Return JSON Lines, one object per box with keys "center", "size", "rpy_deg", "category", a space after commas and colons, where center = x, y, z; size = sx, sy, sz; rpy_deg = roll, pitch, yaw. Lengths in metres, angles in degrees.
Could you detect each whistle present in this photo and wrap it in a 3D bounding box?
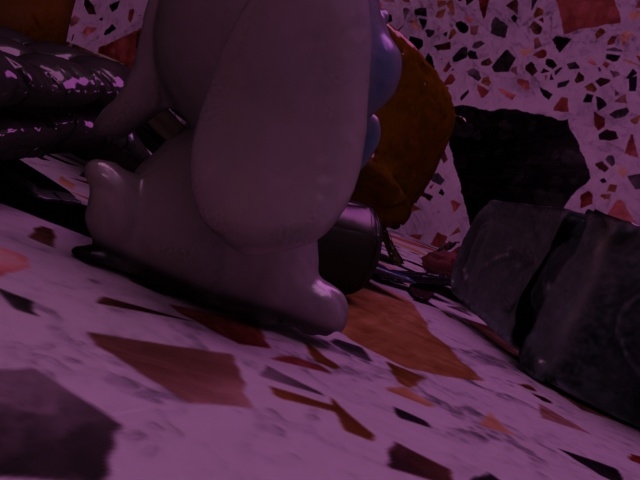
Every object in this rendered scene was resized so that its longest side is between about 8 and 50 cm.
{"center": [0.268, 0.058, 0.780], "size": [0.188, 0.168, 0.405], "rpy_deg": [17, 7, -45], "category": "whistle"}

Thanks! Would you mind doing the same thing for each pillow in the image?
{"center": [-0.291, -0.118, 0.573], "size": [0.228, 0.101, 0.326], "rpy_deg": [20, 13, 13], "category": "pillow"}

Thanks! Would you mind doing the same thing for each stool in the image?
{"center": [0.000, 0.000, 0.741], "size": [0.110, 0.096, 0.096], "rpy_deg": [15, 7, -25], "category": "stool"}

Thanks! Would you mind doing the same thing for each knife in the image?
{"center": [0.146, 0.065, 1.069], "size": [0.035, 0.018, 0.247], "rpy_deg": [21, 6, 11], "category": "knife"}

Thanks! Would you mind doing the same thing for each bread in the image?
{"center": [-0.031, -0.168, 0.921], "size": [0.398, 0.215, 0.398], "rpy_deg": [37, -4, 3], "category": "bread"}

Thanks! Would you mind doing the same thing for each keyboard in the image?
{"center": [0.128, 0.052, 1.045], "size": [0.155, 0.010, 0.053], "rpy_deg": [6, 10, -32], "category": "keyboard"}

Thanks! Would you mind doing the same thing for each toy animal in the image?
{"center": [-0.064, -0.085, 0.526], "size": [0.249, 0.289, 0.174], "rpy_deg": [-3, -11, 44], "category": "toy animal"}

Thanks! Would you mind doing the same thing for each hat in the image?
{"center": [0.272, 0.057, 1.175], "size": [0.237, 0.107, 0.286], "rpy_deg": [12, -1, 10], "category": "hat"}

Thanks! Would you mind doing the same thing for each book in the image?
{"center": [-0.265, -0.176, 1.147], "size": [0.300, 0.039, 0.428], "rpy_deg": [47, -8, -34], "category": "book"}

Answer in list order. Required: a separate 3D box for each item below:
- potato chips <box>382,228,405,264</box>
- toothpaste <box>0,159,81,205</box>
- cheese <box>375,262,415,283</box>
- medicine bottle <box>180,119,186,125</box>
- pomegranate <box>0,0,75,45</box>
{"center": [0.120, -0.012, 1.406], "size": [0.142, 0.026, 0.209], "rpy_deg": [60, 6, 17], "category": "potato chips"}
{"center": [-0.293, -0.072, 0.648], "size": [0.204, 0.031, 0.049], "rpy_deg": [25, 8, 24], "category": "toothpaste"}
{"center": [-0.006, 0.005, 0.879], "size": [0.244, 0.052, 0.135], "rpy_deg": [19, 5, -34], "category": "cheese"}
{"center": [-0.106, -0.189, 1.398], "size": [0.241, 0.252, 0.252], "rpy_deg": [18, 6, -33], "category": "medicine bottle"}
{"center": [-0.522, -0.370, 1.006], "size": [0.416, 0.416, 0.416], "rpy_deg": [21, 5, -2], "category": "pomegranate"}
